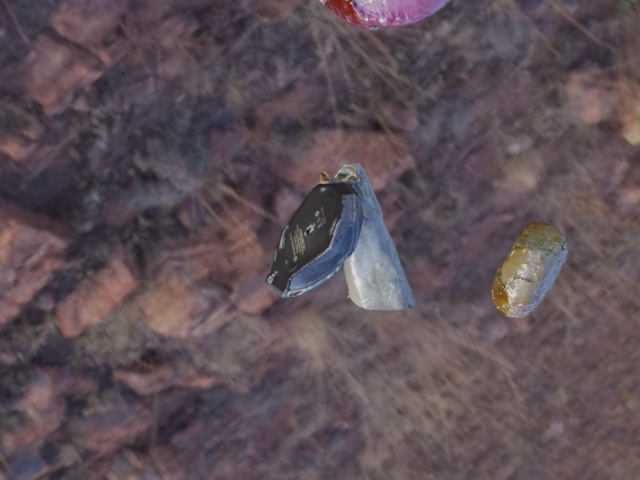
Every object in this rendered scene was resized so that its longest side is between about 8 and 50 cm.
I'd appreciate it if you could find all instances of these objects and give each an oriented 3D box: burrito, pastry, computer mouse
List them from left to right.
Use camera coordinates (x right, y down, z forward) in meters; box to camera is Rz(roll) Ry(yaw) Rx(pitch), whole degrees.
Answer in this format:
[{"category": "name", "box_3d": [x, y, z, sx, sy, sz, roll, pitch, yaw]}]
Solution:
[{"category": "computer mouse", "box_3d": [0.000, 0.000, 1.484, 0.062, 0.106, 0.192, 16, 137, -30]}, {"category": "burrito", "box_3d": [0.055, -0.002, 1.564, 0.087, 0.060, 0.226, -14, 116, 9]}, {"category": "pastry", "box_3d": [0.311, 0.045, 1.763, 0.153, 0.081, 0.153, -57, 170, -16]}]

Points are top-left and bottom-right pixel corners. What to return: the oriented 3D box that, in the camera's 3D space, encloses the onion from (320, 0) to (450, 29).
[{"category": "onion", "box_3d": [0.074, -0.362, 1.367, 0.230, 0.230, 0.163, -44, 165, 4]}]
